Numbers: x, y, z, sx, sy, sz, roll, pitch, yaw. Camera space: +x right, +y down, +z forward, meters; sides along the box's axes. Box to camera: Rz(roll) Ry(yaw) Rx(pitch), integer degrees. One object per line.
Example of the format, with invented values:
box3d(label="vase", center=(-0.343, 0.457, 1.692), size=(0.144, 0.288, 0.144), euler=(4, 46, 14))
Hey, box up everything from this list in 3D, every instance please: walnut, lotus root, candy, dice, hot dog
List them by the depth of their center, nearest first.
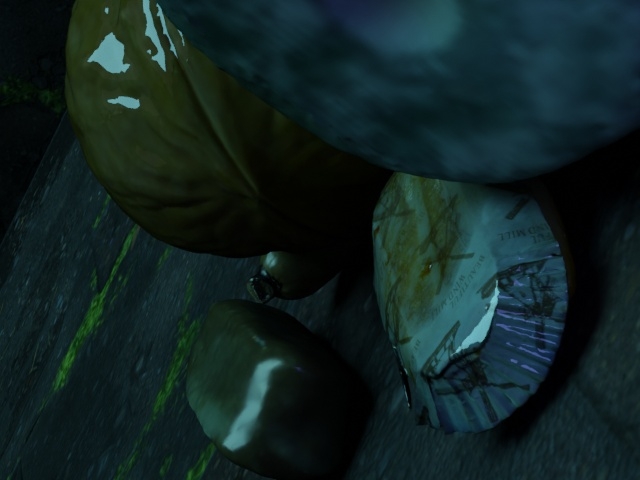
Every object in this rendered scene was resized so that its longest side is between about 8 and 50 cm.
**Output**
box3d(label="dice", center=(0.097, -0.265, 1.102), size=(0.328, 0.330, 0.348), euler=(-28, 31, 49))
box3d(label="hot dog", center=(0.102, 0.017, 1.211), size=(0.162, 0.082, 0.270), euler=(-59, 22, 23))
box3d(label="walnut", center=(-0.027, -0.163, 1.443), size=(0.354, 0.308, 0.397), euler=(-31, 33, 35))
box3d(label="candy", center=(-0.043, 0.120, 1.459), size=(0.104, 0.102, 0.234), euler=(-64, 20, 4))
box3d(label="lotus root", center=(0.000, 0.000, 1.540), size=(0.063, 0.072, 0.152), euler=(29, 70, 41))
